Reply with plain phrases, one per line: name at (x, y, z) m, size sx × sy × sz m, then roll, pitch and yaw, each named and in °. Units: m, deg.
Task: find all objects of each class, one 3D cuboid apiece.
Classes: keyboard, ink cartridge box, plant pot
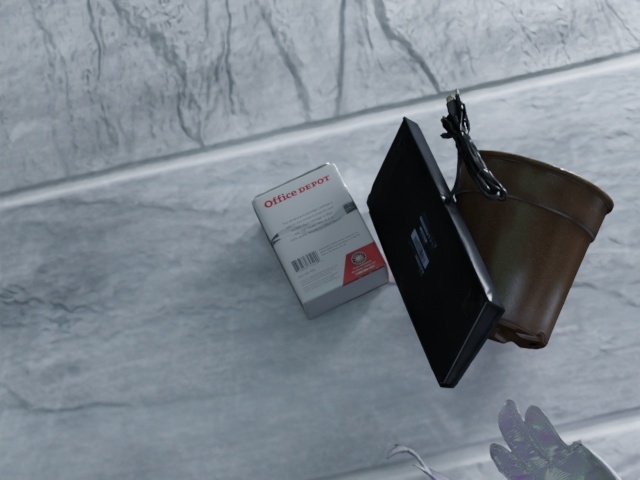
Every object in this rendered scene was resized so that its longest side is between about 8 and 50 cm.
keyboard at (0.126, -0.020, 1.905) m, size 0.033 × 0.201 × 0.317 m, roll 10°, pitch 34°, yaw -23°
ink cartridge box at (0.000, 0.000, 2.026) m, size 0.099 × 0.056 × 0.135 m, roll -25°, pitch 67°, yaw -4°
plant pot at (0.197, 0.015, 1.949) m, size 0.167 × 0.167 × 0.165 m, roll 16°, pitch 79°, yaw 13°

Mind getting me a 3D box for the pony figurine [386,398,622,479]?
pony figurine at (0.215, 0.339, 1.774) m, size 0.351 × 0.303 × 0.363 m, roll 36°, pitch 70°, yaw -14°
